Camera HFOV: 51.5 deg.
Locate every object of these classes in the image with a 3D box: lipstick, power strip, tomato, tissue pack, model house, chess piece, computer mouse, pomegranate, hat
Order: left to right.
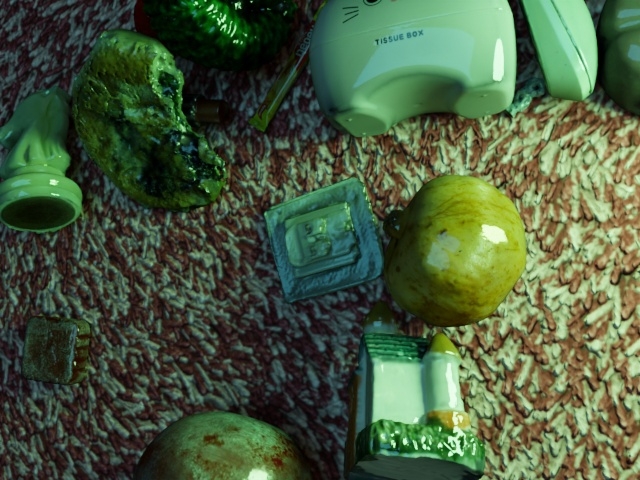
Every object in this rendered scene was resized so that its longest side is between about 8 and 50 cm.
[{"bbox_3d":[-0.601,-0.182,1.398,0.175,0.176,0.298,-19,66,15],"label":"chess piece"},{"bbox_3d":[-0.323,-0.264,1.341,0.299,0.081,0.081,7,87,18],"label":"lipstick"},{"bbox_3d":[-0.233,-0.449,1.271,0.332,0.274,0.242,12,77,46],"label":"hat"},{"bbox_3d":[-0.160,0.435,1.103,0.316,0.317,0.282,12,64,18],"label":"tomato"},{"bbox_3d":[0.000,0.000,1.223,0.213,0.064,0.198,-20,77,16],"label":"power strip"},{"bbox_3d":[0.142,0.241,1.087,0.190,0.271,0.301,3,63,-4],"label":"model house"},{"bbox_3d":[0.154,-0.321,1.118,0.333,0.229,0.236,-7,83,16],"label":"tissue pack"},{"bbox_3d":[0.210,0.016,1.073,0.248,0.248,0.248,-2,84,17],"label":"pomegranate"},{"bbox_3d":[0.386,-0.366,1.087,0.097,0.159,0.288,-17,80,21],"label":"computer mouse"}]

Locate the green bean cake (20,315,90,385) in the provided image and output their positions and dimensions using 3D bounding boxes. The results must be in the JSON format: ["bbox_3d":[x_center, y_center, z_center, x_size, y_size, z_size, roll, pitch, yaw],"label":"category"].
[{"bbox_3d":[-0.548,0.226,1.376,0.135,0.056,0.135,4,87,18],"label":"green bean cake"}]

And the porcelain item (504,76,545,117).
[{"bbox_3d":[0.357,-0.251,1.156,0.083,0.028,0.036,-42,91,8],"label":"porcelain item"}]

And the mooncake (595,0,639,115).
[{"bbox_3d":[0.560,-0.320,1.049,0.245,0.133,0.245,-3,77,15],"label":"mooncake"}]

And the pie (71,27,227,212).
[{"bbox_3d":[-0.344,-0.216,1.282,0.296,0.078,0.371,-13,114,31],"label":"pie"}]

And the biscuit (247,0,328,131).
[{"bbox_3d":[-0.049,-0.343,1.292,0.048,0.026,0.292,35,96,37],"label":"biscuit"}]
